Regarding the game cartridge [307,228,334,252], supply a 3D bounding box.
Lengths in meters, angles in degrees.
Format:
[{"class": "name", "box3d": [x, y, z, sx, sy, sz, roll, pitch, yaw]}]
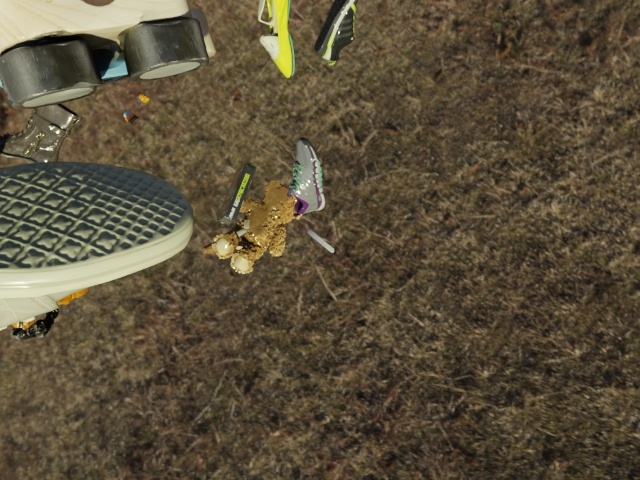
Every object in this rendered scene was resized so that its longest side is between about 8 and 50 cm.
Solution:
[{"class": "game cartridge", "box3d": [0.000, 0.000, 1.594, 0.017, 0.056, 0.083, -48, 58, -3]}]

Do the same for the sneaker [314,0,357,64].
[{"class": "sneaker", "box3d": [0.068, -0.649, 1.733, 0.235, 0.097, 0.084, -57, 33, 25]}]

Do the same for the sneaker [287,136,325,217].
[{"class": "sneaker", "box3d": [-0.050, -0.167, 1.566, 0.098, 0.224, 0.083, -25, 34, -20]}]

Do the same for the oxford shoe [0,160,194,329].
[{"class": "oxford shoe", "box3d": [-0.345, 0.033, 0.553, 0.169, 0.449, 0.130, 54, 152, 37]}]

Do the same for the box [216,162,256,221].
[{"class": "box", "box3d": [-0.269, -0.144, 1.819, 0.184, 0.045, 0.190, -67, 16, -8]}]

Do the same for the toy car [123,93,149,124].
[{"class": "toy car", "box3d": [-0.603, -0.434, 1.872, 0.122, 0.040, 0.060, -44, 6, 17]}]

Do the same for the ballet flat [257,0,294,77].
[{"class": "ballet flat", "box3d": [-0.109, -0.503, 1.353, 0.077, 0.077, 0.231, -140, 44, -56]}]

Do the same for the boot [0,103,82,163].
[{"class": "boot", "box3d": [-0.878, -0.347, 1.745, 0.091, 0.262, 0.229, -88, 24, -73]}]

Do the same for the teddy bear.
[{"class": "teddy bear", "box3d": [-0.212, -0.042, 1.957, 0.245, 0.113, 0.338, 20, 74, 15]}]

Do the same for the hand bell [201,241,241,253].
[{"class": "hand bell", "box3d": [-0.328, 0.009, 2.047, 0.126, 0.242, 0.126, 11, 107, 37]}]

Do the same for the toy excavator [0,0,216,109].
[{"class": "toy excavator", "box3d": [-0.306, -0.325, 0.854, 0.445, 0.432, 0.223, 4, 113, 57]}]

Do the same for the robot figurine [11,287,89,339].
[{"class": "robot figurine", "box3d": [-0.572, 0.074, 1.207, 0.084, 0.291, 0.211, 11, 118, 16]}]
